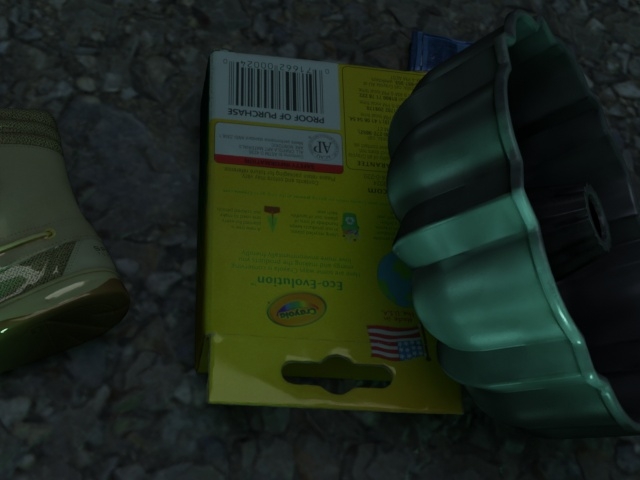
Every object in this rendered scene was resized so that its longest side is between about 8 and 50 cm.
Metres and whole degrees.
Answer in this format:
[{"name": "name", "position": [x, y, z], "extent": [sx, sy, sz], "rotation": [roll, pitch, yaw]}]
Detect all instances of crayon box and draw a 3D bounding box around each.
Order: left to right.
[{"name": "crayon box", "position": [0.000, 0.000, 0.871], "extent": [0.202, 0.081, 0.318], "rotation": [5, 60, -11]}]

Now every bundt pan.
[{"name": "bundt pan", "position": [0.154, 0.000, 0.807], "extent": [0.124, 0.331, 0.331], "rotation": [-18, 58, 27]}]

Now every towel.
[{"name": "towel", "position": [0.143, -0.164, 1.024], "extent": [0.119, 0.029, 0.067], "rotation": [11, 61, -7]}]

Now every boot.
[{"name": "boot", "position": [-0.298, 0.008, 0.792], "extent": [0.262, 0.095, 0.203], "rotation": [-19, 63, -15]}]
